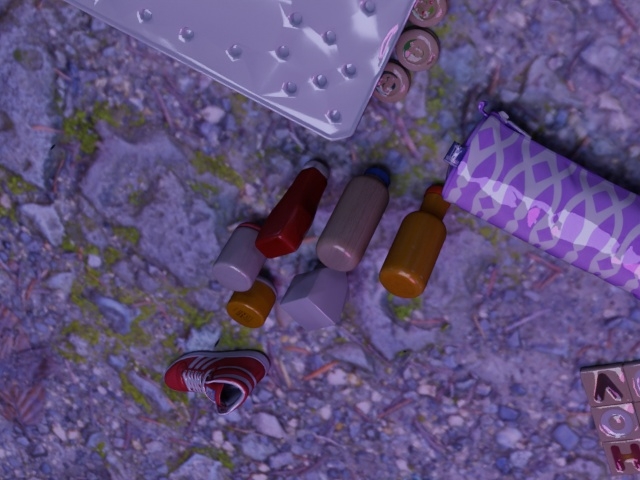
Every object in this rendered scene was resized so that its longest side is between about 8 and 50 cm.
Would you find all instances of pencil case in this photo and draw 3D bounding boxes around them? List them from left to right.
[{"bbox_3d":[0.196,-0.031,0.933,0.206,0.086,0.088,28,96,2],"label":"pencil case"}]

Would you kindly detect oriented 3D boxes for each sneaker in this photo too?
[{"bbox_3d":[-0.114,0.142,1.150,0.119,0.067,0.042,-12,113,26],"label":"sneaker"}]

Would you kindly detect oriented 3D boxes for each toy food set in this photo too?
[{"bbox_3d":[0.000,0.000,1.032,0.111,0.104,0.232,44,143,-23],"label":"toy food set"}]

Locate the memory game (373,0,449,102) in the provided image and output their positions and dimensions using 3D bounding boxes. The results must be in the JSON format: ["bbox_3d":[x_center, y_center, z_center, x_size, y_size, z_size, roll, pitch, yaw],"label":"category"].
[{"bbox_3d":[0.013,-0.190,0.949,0.186,0.012,0.186,9,121,16],"label":"memory game"}]

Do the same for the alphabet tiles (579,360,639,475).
[{"bbox_3d":[0.356,0.146,1.013,0.237,0.009,0.198,-11,114,25],"label":"alphabet tiles"}]

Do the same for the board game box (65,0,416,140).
[{"bbox_3d":[-0.072,-0.324,0.872,0.390,0.050,0.390,28,121,4],"label":"board game box"}]
